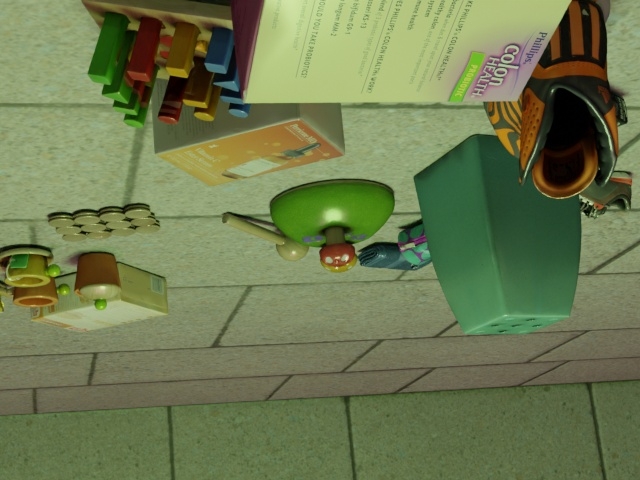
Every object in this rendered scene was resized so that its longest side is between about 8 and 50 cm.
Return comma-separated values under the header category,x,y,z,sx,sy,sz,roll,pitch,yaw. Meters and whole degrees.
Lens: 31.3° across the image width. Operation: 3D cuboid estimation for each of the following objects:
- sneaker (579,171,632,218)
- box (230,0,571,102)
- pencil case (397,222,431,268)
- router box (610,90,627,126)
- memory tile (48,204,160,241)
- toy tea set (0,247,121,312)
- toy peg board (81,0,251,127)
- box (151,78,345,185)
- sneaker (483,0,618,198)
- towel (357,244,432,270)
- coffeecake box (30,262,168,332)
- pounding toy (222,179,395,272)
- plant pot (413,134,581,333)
category,x,y,z,sx,sy,sz,roll,pitch,yaw
sneaker,0.385,-0.064,1.652,0.158,0.065,0.061,-1,163,-14
box,0.064,-0.215,0.893,0.243,0.117,0.213,-1,151,-12
pencil case,0.186,-0.008,1.776,0.070,0.064,0.152,-14,171,-38
router box,0.296,-0.149,1.387,0.122,0.038,0.092,-19,159,39
memory tile,-0.310,-0.025,1.652,0.148,0.012,0.113,-7,163,2
toy tea set,-0.480,0.098,1.810,0.336,0.124,0.200,-12,162,21
toy peg board,-0.133,-0.157,1.078,0.161,0.079,0.161,10,166,10
box,-0.077,-0.133,1.232,0.170,0.091,0.130,-12,162,21
sneaker,0.234,-0.114,1.197,0.125,0.180,0.321,-1,159,7
towel,0.128,0.027,1.938,0.119,0.029,0.067,6,160,-32
coffeecake box,-0.377,0.101,1.949,0.185,0.068,0.142,-13,162,23
pounding toy,0.000,0.000,1.665,0.237,0.110,0.183,-17,160,33
plant pot,0.246,0.002,1.535,0.166,0.234,0.165,3,161,-25
